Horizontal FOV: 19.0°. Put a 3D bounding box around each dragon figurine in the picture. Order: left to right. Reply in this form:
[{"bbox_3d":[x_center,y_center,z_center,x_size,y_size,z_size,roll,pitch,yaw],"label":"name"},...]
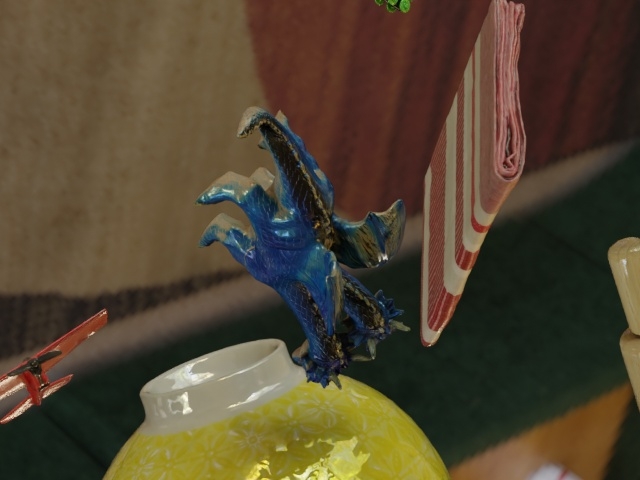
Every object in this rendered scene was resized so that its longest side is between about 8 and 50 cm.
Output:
[{"bbox_3d":[0.000,0.000,1.216,0.085,0.144,0.289,-48,169,-23],"label":"dragon figurine"}]

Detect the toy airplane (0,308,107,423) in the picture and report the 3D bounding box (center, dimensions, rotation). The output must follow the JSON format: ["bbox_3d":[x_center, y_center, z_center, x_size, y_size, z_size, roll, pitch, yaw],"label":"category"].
[{"bbox_3d":[-0.225,0.110,1.483,0.151,0.028,0.151,-35,175,-4],"label":"toy airplane"}]

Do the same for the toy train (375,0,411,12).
[{"bbox_3d":[0.031,-0.171,1.226,0.083,0.017,0.023,27,76,-44],"label":"toy train"}]

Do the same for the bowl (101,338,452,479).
[{"bbox_3d":[-0.056,0.166,1.433,0.289,0.289,0.156,-24,100,-36],"label":"bowl"}]

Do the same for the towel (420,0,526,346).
[{"bbox_3d":[0.158,-0.065,2.015,0.037,0.237,0.329,9,145,-7],"label":"towel"}]

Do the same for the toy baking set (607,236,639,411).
[{"bbox_3d":[0.201,0.053,0.851,0.197,0.030,0.256,-34,114,-43],"label":"toy baking set"}]
